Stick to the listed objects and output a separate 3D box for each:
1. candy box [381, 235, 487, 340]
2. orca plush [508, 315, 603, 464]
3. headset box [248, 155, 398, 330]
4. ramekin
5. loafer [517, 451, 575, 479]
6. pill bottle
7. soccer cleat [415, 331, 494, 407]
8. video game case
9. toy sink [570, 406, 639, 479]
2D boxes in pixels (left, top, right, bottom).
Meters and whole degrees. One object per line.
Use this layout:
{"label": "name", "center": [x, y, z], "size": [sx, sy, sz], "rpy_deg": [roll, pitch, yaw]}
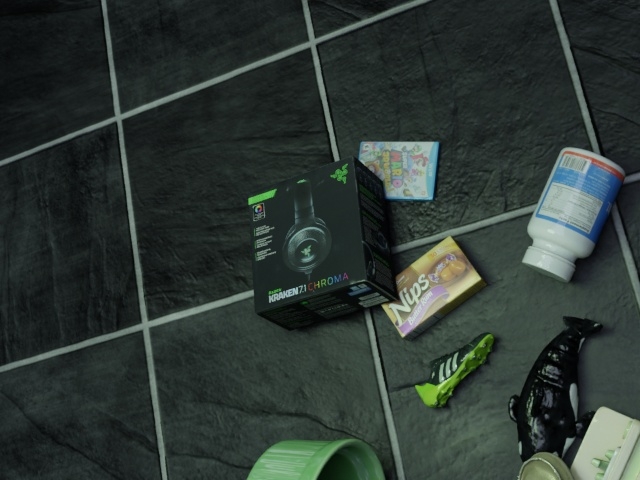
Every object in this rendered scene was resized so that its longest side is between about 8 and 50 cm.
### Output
{"label": "candy box", "center": [0.206, 0.091, 1.902], "size": [0.187, 0.053, 0.109], "rpy_deg": [-37, 65, 10]}
{"label": "orca plush", "center": [0.408, 0.265, 1.740], "size": [0.151, 0.102, 0.287], "rpy_deg": [30, 90, 27]}
{"label": "headset box", "center": [0.000, 0.000, 1.945], "size": [0.246, 0.131, 0.283], "rpy_deg": [-17, 62, 25]}
{"label": "ramekin", "center": [-0.016, 0.493, 1.769], "size": [0.148, 0.303, 0.303], "rpy_deg": [1, 77, 32]}
{"label": "loafer", "center": [0.361, 0.475, 1.637], "size": [0.102, 0.092, 0.268], "rpy_deg": [-18, 59, 39]}
{"label": "pill bottle", "center": [0.444, -0.043, 1.792], "size": [0.124, 0.124, 0.221], "rpy_deg": [24, 88, 27]}
{"label": "soccer cleat", "center": [0.245, 0.228, 1.850], "size": [0.179, 0.060, 0.072], "rpy_deg": [-49, 51, 6]}
{"label": "video game case", "center": [0.152, -0.139, 2.006], "size": [0.166, 0.015, 0.119], "rpy_deg": [3, 78, 24]}
{"label": "toy sink", "center": [0.530, 0.380, 1.631], "size": [0.234, 0.131, 0.152], "rpy_deg": [24, 87, 22]}
